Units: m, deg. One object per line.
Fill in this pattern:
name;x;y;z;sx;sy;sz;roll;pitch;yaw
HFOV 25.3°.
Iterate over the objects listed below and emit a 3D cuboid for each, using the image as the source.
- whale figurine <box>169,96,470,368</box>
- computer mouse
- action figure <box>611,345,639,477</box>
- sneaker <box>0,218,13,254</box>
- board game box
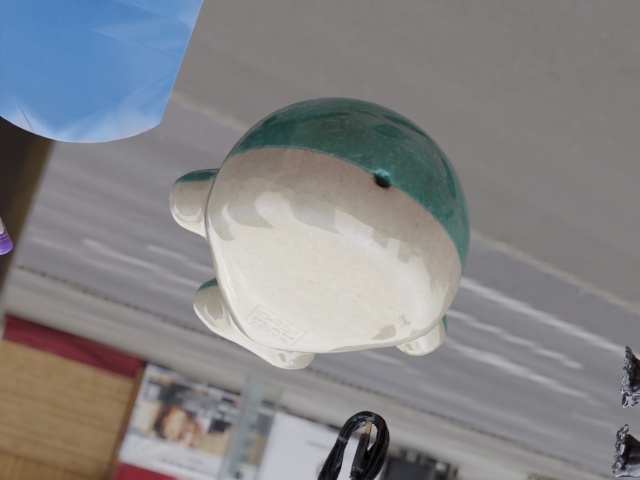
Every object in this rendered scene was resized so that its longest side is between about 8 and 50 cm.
whale figurine;0.000;0.000;0.996;0.216;0.141;0.272;29;151;-6
computer mouse;0.010;0.236;1.086;0.071;0.242;0.041;-11;142;30
action figure;0.395;0.171;1.229;0.275;0.164;0.141;6;166;15
sneaker;-0.347;0.029;1.334;0.170;0.071;0.068;-38;173;38
board game box;-0.130;-0.140;0.789;0.133;0.169;0.033;20;-172;0
